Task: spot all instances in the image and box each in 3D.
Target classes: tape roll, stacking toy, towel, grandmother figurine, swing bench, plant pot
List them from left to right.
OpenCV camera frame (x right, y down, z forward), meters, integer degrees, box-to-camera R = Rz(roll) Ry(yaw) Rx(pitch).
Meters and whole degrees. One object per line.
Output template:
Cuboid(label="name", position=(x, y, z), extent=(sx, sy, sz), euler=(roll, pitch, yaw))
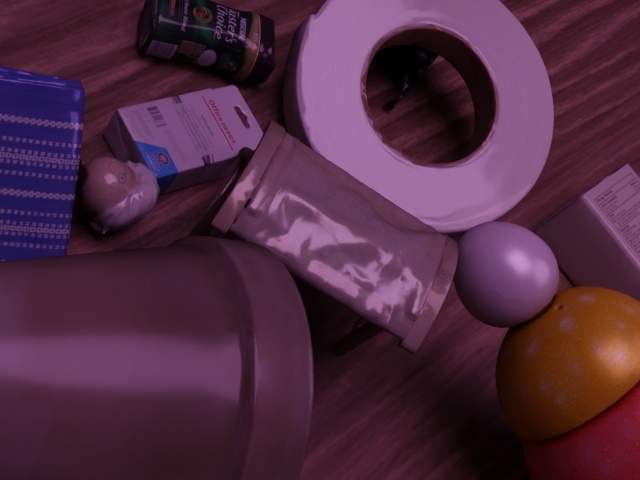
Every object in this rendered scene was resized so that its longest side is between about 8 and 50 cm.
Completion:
Cuboid(label="towel", position=(-0.368, -0.011, 1.041), extent=(0.243, 0.040, 0.335), euler=(5, 100, -30))
Cuboid(label="grandmother figurine", position=(-0.329, -0.080, 1.144), extent=(0.342, 0.104, 0.207), euler=(15, 61, -37))
Cuboid(label="plant pot", position=(-0.208, 0.140, 0.962), extent=(0.280, 0.323, 0.323), euler=(10, 57, -33))
Cuboid(label="swing bench", position=(0.000, 0.000, 1.210), extent=(0.253, 0.255, 0.165), euler=(34, 74, -10))
Cuboid(label="tape roll", position=(0.139, -0.193, 1.476), extent=(0.392, 0.072, 0.391), euler=(4, 78, -19))
Cuboid(label="stacking toy", position=(0.324, 0.171, 1.215), extent=(0.480, 0.351, 0.350), euler=(51, 49, -8))

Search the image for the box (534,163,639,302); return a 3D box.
Cuboid(label="box", position=(0.481, 0.056, 1.578), extent=(0.148, 0.121, 0.311), euler=(-28, 79, -40))

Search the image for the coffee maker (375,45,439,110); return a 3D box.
Cuboid(label="coffee maker", position=(0.099, -0.321, 1.581), extent=(0.178, 0.120, 0.171), euler=(40, 50, -3))

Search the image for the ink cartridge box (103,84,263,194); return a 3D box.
Cuboid(label="ink cartridge box", position=(-0.167, -0.126, 1.338), extent=(0.180, 0.060, 0.104), euler=(-19, 73, -38))

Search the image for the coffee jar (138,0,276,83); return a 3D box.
Cuboid(label="coffee jar", position=(-0.148, -0.277, 1.431), extent=(0.184, 0.079, 0.096), euler=(13, 56, -25))
